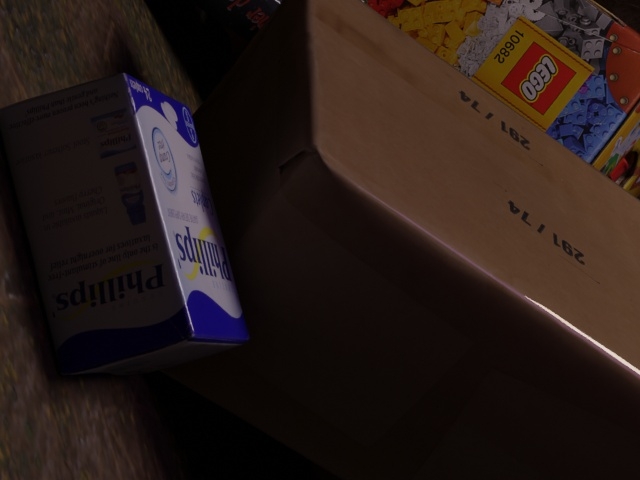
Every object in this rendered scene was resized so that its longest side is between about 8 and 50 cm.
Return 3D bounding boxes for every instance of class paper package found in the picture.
[{"bbox_3d":[0.072,0.025,1.178,0.325,0.168,0.309,32,23,-17],"label":"paper package"}]

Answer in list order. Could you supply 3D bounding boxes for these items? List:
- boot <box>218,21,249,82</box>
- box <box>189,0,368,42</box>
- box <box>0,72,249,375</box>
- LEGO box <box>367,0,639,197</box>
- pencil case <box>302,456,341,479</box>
[{"bbox_3d":[0.002,-0.094,1.540,0.207,0.090,0.248,46,16,-34],"label":"boot"},{"bbox_3d":[-0.055,-0.219,1.393,0.233,0.044,0.159,31,36,-39],"label":"box"},{"bbox_3d":[-0.097,-0.004,0.959,0.126,0.072,0.137,18,57,-78],"label":"box"},{"bbox_3d":[0.186,-0.180,2.065,0.372,0.193,0.500,38,2,13],"label":"LEGO box"},{"bbox_3d":[0.085,0.239,1.285,0.160,0.183,0.410,45,25,-35],"label":"pencil case"}]
